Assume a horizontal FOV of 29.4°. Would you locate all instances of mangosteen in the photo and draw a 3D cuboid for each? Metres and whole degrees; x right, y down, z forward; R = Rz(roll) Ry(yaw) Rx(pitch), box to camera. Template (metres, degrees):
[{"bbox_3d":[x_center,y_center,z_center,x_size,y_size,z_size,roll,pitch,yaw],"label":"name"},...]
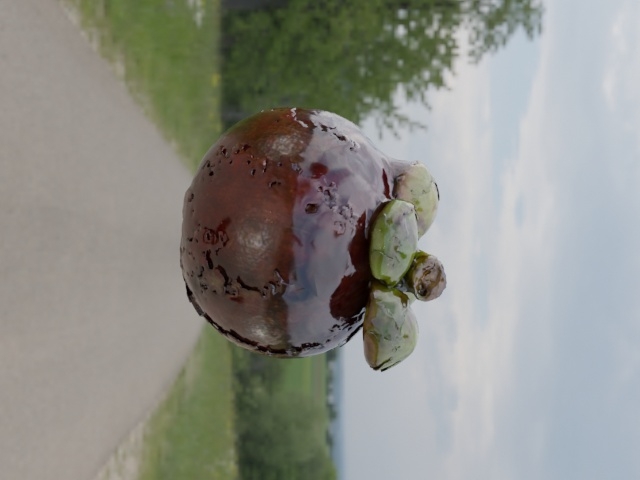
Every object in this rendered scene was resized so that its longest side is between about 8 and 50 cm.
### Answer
[{"bbox_3d":[0.000,0.000,0.801,0.166,0.180,0.166,18,90,-75],"label":"mangosteen"}]
